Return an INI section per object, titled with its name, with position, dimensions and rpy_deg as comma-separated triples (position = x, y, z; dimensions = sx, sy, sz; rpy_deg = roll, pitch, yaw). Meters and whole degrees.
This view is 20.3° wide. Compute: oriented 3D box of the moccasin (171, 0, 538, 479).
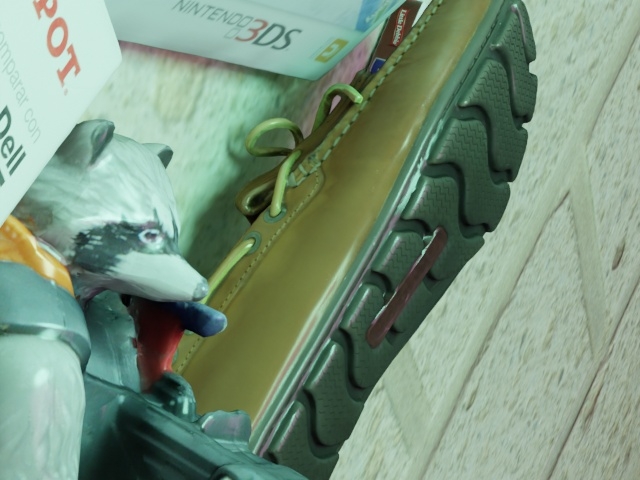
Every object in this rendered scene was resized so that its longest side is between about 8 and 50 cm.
[moccasin]
position = 0.001, 0.001, 1.021
dimensions = 0.380, 0.147, 0.139
rpy_deg = -60, 149, -11

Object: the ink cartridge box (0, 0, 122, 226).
[ink cartridge box]
position = -0.188, -0.040, 0.504
dimensions = 0.273, 0.115, 0.198
rpy_deg = -59, 154, -30

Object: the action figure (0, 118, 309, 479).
[action figure]
position = -0.118, 0.111, 0.613
dimensions = 0.178, 0.341, 0.330
rpy_deg = 31, 77, -49

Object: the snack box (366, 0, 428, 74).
[snack box]
position = 0.036, -0.070, 1.189
dimensions = 0.178, 0.022, 0.064
rpy_deg = -68, 156, -10

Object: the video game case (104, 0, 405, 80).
[video game case]
position = 0.047, -0.205, 0.868
dimensions = 0.329, 0.036, 0.300
rpy_deg = -42, 165, 18
